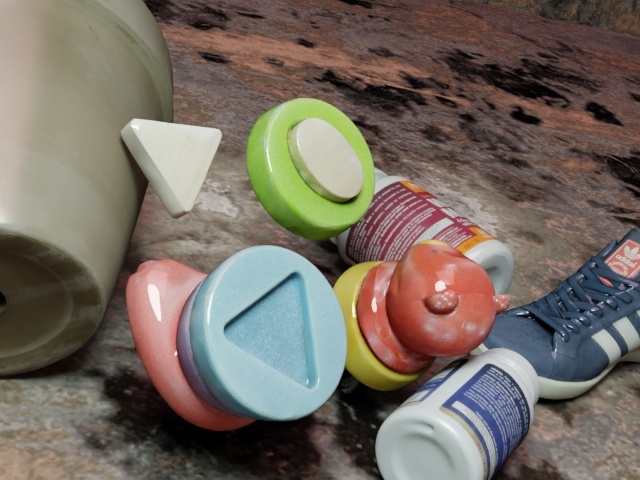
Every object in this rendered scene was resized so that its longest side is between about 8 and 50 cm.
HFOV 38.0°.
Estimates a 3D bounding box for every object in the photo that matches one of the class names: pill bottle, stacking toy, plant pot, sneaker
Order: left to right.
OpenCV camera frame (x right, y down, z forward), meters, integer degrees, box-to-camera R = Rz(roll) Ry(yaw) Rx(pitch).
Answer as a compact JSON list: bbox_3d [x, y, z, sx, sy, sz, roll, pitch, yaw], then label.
[{"bbox_3d":[-0.277,-0.050,0.789,0.323,0.323,0.280,5,46,-21],"label":"plant pot"},{"bbox_3d":[0.000,0.000,0.759,0.309,0.130,0.279,-11,82,-41],"label":"stacking toy"},{"bbox_3d":[0.096,0.003,1.035,0.121,0.121,0.221,-12,39,-42],"label":"pill bottle"},{"bbox_3d":[0.127,0.156,0.802,0.094,0.094,0.169,30,31,23],"label":"pill bottle"},{"bbox_3d":[0.304,0.063,1.006,0.350,0.148,0.131,-9,37,-39],"label":"sneaker"}]

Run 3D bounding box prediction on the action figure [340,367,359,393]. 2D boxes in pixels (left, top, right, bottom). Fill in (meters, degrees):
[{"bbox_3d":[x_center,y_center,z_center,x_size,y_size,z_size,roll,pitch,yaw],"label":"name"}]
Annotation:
[{"bbox_3d":[0.016,0.096,0.885,0.232,0.063,0.137,-9,35,-32],"label":"action figure"}]
